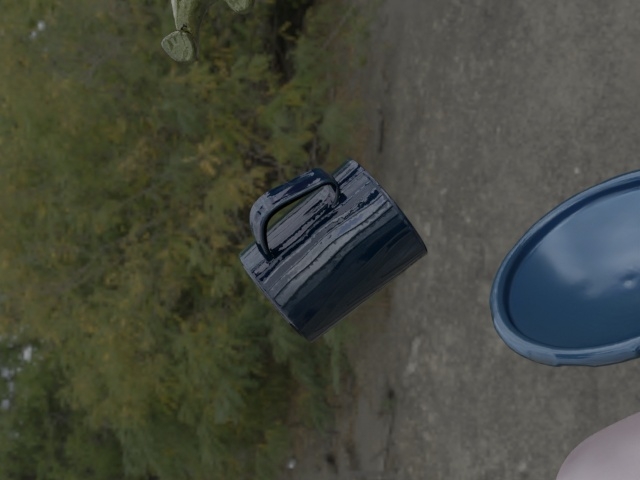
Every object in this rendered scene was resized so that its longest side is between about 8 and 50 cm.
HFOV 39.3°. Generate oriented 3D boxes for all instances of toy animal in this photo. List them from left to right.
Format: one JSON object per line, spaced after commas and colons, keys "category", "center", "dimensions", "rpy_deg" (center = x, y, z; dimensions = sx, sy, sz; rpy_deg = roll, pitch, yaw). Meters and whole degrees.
{"category": "toy animal", "center": [-0.127, -0.272, 0.772], "dimensions": [0.101, 0.103, 0.218], "rpy_deg": [-90, -24, -43]}

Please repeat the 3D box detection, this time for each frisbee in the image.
{"category": "frisbee", "center": [0.313, 0.030, 0.924], "dimensions": [0.049, 0.289, 0.289], "rpy_deg": [54, -171, -26]}

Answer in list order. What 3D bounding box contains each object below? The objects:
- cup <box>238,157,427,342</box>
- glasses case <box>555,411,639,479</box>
{"category": "cup", "center": [-0.001, -0.001, 0.818], "dimensions": [0.150, 0.138, 0.113], "rpy_deg": [51, 177, -18]}
{"category": "glasses case", "center": [0.273, 0.119, 0.485], "dimensions": [0.075, 0.297, 0.113], "rpy_deg": [58, -163, -33]}
